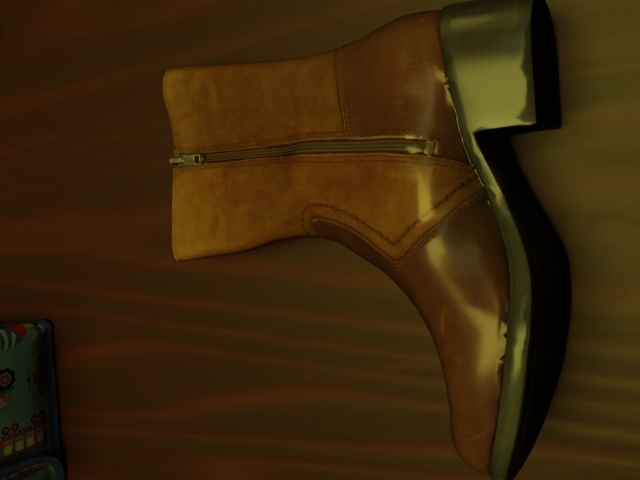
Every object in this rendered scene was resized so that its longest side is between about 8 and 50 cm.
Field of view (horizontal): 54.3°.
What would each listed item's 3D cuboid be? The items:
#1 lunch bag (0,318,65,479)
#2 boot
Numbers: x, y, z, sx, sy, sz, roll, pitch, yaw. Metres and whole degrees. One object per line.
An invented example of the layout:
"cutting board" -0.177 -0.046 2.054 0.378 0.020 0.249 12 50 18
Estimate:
"lunch bag" -0.367 0.240 0.581 0.138 0.221 0.292 -4 95 32
"boot" 0.000 0.000 0.393 0.281 0.096 0.263 -3 96 33
